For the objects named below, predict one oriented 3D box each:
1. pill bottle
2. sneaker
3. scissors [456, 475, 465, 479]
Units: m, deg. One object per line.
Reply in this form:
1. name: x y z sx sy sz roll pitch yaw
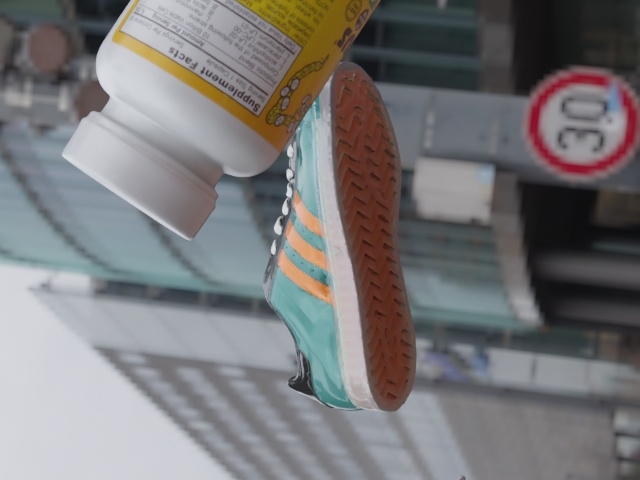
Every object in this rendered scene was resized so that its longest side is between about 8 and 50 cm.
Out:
1. pill bottle: -0.051 -0.110 1.065 0.208 0.117 0.117 -57 -15 -3
2. sneaker: 0.000 0.000 1.649 0.108 0.121 0.302 -15 -79 -54
3. scissors: -0.009 0.228 0.893 0.021 0.109 0.297 113 175 -63
